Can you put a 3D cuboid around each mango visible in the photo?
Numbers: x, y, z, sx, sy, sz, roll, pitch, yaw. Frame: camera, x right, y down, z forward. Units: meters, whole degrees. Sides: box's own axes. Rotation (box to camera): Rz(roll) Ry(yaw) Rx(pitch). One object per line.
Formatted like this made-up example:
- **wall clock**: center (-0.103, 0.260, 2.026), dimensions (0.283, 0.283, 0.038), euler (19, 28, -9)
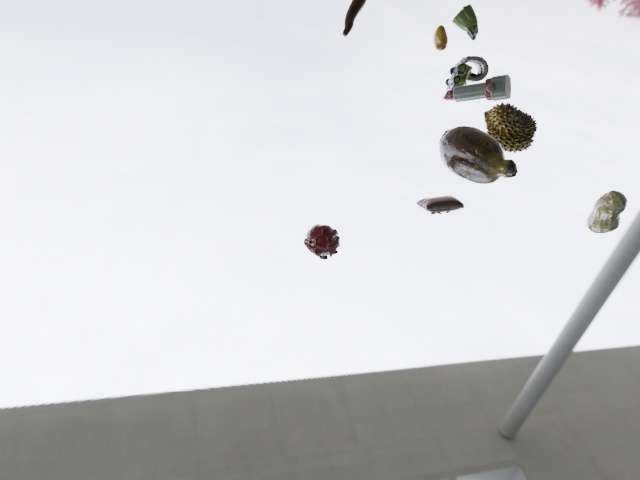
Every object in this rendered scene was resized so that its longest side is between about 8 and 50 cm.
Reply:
- **mango**: center (0.445, -0.748, 1.947), dimensions (0.046, 0.089, 0.060), euler (-13, -152, -25)

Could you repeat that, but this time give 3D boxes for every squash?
- **squash**: center (0.651, -0.938, 2.287), dimensions (0.105, 0.105, 0.132), euler (-30, -99, -43)

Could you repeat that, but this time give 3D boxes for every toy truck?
- **toy truck**: center (0.494, -0.568, 1.863), dimensions (0.077, 0.111, 0.076), euler (18, -173, -13)

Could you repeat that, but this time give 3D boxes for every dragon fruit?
- **dragon fruit**: center (0.000, 0.000, 1.991), dimensions (0.133, 0.136, 0.166), euler (-21, -145, -22)

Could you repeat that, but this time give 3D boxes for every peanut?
- **peanut**: center (0.963, -0.092, 1.772), dimensions (0.090, 0.214, 0.099), euler (-19, -124, -1)

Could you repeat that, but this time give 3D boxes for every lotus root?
- **lotus root**: center (0.469, -0.259, 1.618), dimensions (0.141, 0.169, 0.314), euler (-44, -140, -4)

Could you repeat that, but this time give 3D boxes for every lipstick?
- **lipstick**: center (0.419, -0.406, 1.441), dimensions (0.186, 0.063, 0.057), euler (1, -174, 36)

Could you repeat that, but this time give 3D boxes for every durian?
- **durian**: center (0.833, -0.490, 2.279), dimensions (0.249, 0.138, 0.183), euler (27, -110, -6)

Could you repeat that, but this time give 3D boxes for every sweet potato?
- **sweet potato**: center (0.142, -0.939, 2.136), dimensions (0.057, 0.057, 0.264), euler (23, -99, 14)

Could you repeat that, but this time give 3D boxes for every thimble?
- **thimble**: center (0.619, -0.699, 2.152), dimensions (0.115, 0.102, 0.090), euler (34, -171, -11)

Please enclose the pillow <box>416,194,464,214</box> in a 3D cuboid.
- **pillow**: center (0.546, -0.161, 2.414), dimensions (0.179, 0.075, 0.171), euler (-6, -164, -5)
